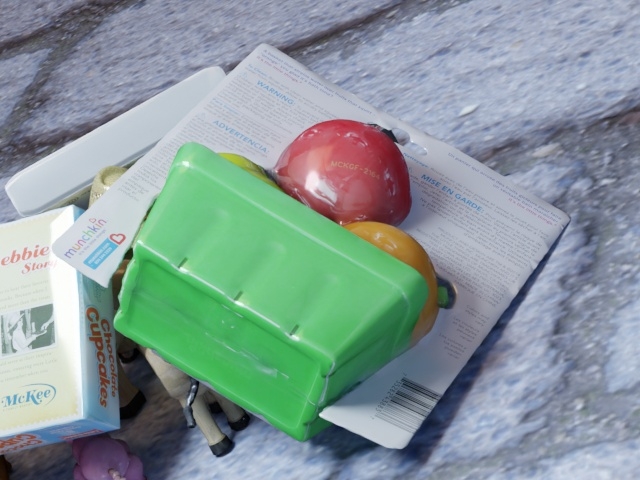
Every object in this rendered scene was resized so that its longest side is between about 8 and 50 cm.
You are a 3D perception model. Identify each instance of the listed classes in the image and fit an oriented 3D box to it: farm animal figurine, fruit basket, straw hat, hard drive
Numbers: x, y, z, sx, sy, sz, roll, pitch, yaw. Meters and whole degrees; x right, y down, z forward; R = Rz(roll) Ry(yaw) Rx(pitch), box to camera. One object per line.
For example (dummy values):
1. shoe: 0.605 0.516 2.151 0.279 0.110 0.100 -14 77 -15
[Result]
1. farm animal figurine: -0.216 0.091 1.799 0.330 0.172 0.327 -19 25 22
2. fruit basket: 0.000 0.000 1.669 0.353 0.327 0.165 -47 -16 -51
3. straw hat: -0.182 -0.036 1.837 0.144 0.061 0.144 3 11 -1
4. hard drive: -0.180 -0.069 2.035 0.233 0.047 0.353 -30 -8 -2

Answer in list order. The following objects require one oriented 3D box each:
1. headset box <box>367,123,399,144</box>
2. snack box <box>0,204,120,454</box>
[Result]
1. headset box: 0.037 -0.092 2.070 0.062 0.032 0.083 -40 24 -25
2. snack box: -0.325 0.097 1.712 0.322 0.060 0.187 -14 70 24
